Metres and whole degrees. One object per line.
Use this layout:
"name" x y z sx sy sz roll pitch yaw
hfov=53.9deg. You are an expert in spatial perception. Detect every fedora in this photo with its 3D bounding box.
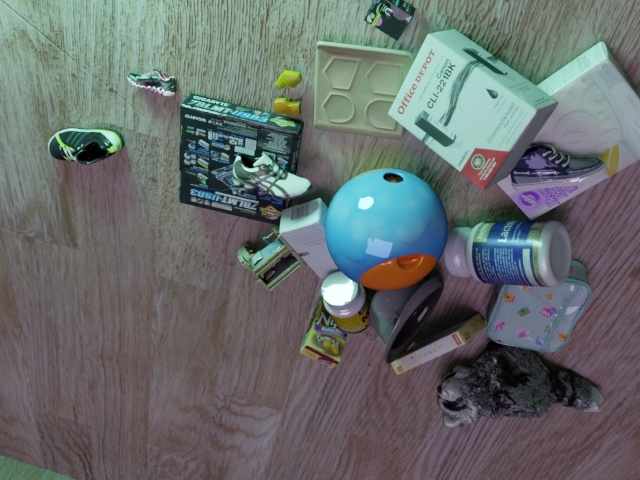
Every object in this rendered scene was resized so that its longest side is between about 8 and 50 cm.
"fedora" 0.214 0.185 1.701 0.124 0.244 0.275 37 127 23

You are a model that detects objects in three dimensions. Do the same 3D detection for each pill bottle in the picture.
"pill bottle" 0.440 0.030 1.494 0.265 0.153 0.153 0 131 42
"pill bottle" 0.074 0.171 1.721 0.119 0.119 0.208 0 154 16

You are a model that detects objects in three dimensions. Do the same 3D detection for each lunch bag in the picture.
"lunch bag" 0.564 0.162 1.632 0.224 0.108 0.279 13 130 5

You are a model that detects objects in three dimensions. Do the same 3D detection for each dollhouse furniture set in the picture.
"dollhouse furniture set" -0.150 0.028 1.705 0.129 0.183 0.129 -39 121 -2

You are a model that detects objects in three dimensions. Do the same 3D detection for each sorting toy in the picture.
"sorting toy" 0.046 -0.343 1.421 0.307 0.041 0.229 9 134 8

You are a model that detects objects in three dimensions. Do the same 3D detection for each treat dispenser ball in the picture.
"treat dispenser ball" 0.153 -0.026 1.479 0.288 0.288 0.288 8 129 9

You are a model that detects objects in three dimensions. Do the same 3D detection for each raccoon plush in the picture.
"raccoon plush" 0.554 0.484 1.844 0.446 0.216 0.299 29 137 -8

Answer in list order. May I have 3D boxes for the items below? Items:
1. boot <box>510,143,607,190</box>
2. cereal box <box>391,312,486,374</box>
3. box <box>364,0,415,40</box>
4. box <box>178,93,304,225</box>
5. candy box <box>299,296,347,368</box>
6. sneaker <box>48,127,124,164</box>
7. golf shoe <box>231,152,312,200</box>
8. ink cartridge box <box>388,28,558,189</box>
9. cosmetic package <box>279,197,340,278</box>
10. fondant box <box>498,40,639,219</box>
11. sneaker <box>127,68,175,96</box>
"boot" 0.484 -0.159 1.298 0.190 0.069 0.086 -10 120 25
"cereal box" 0.331 0.290 1.762 0.240 0.173 0.047 -34 81 35
"box" 0.142 -0.462 1.285 0.083 0.052 0.062 29 131 -9
"box" -0.207 -0.194 1.584 0.296 0.073 0.293 13 131 4
"candy box" 0.019 0.263 1.812 0.109 0.186 0.053 29 133 -9
"sneaker" -0.629 -0.243 1.644 0.235 0.097 0.084 -6 125 20
"golf shoe" -0.116 -0.156 1.499 0.198 0.077 0.094 9 129 5
"ink cartridge box" 0.299 -0.269 1.276 0.273 0.114 0.197 44 132 21
"cosmetic package" 0.000 0.000 1.634 0.117 0.085 0.231 -16 138 24
"fondant box" 0.521 -0.221 1.346 0.238 0.096 0.330 42 128 -19
"sneaker" -0.402 -0.388 1.507 0.119 0.047 0.057 17 116 -3
